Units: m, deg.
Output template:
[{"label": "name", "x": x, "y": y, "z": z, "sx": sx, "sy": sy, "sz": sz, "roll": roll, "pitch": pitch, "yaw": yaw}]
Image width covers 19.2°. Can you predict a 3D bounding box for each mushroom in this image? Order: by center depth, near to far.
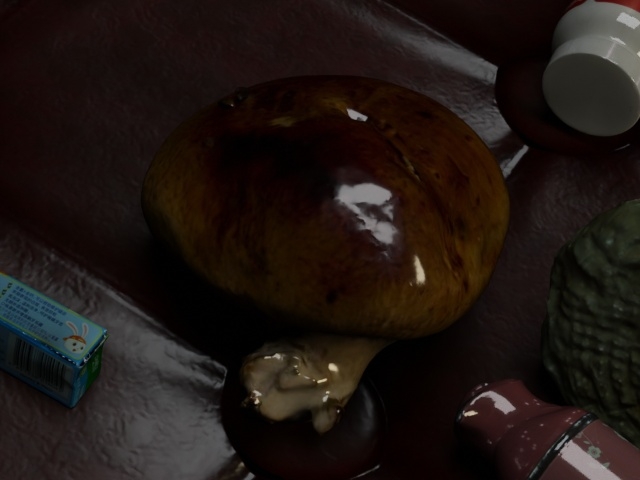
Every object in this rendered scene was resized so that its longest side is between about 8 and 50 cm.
[{"label": "mushroom", "x": 0.000, "y": 0.000, "z": 1.673, "sx": 0.345, "sy": 0.260, "sz": 0.345, "roll": 8, "pitch": 22, "yaw": -3}]

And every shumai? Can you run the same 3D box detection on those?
[{"label": "shumai", "x": 0.382, "y": 0.048, "z": 1.656, "sx": 0.309, "sy": 0.304, "sz": 0.263, "roll": 37, "pitch": 42, "yaw": 15}]

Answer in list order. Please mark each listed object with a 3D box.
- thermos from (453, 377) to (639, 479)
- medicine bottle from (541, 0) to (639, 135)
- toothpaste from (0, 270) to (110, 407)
[{"label": "thermos", "x": 0.258, "y": 0.223, "z": 1.585, "sx": 0.330, "sy": 0.109, "sz": 0.136, "roll": 38, "pitch": 53, "yaw": 18}, {"label": "medicine bottle", "x": 0.320, "y": -0.225, "z": 1.955, "sx": 0.131, "sy": 0.131, "sz": 0.250, "roll": 25, "pitch": 51, "yaw": 8}, {"label": "toothpaste", "x": -0.309, "y": 0.049, "z": 1.625, "sx": 0.266, "sy": 0.065, "sz": 0.050, "roll": 28, "pitch": 51, "yaw": 10}]
